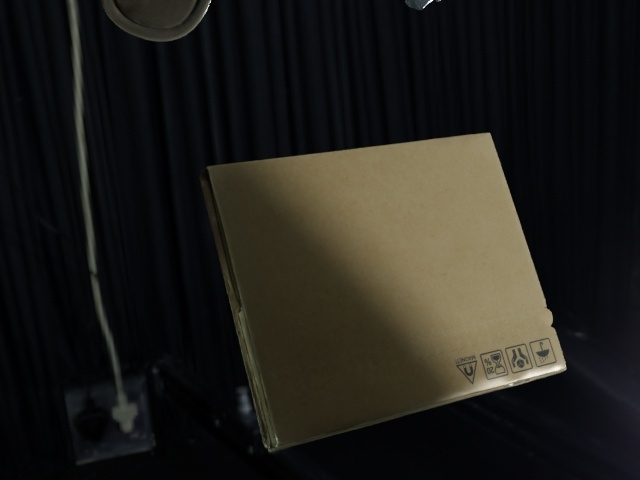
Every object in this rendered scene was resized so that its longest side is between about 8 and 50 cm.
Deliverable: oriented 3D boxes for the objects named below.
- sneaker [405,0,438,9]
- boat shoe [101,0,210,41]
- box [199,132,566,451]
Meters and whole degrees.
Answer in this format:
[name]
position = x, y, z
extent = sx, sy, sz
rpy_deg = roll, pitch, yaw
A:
[sneaker]
position = 0.081, -0.188, 0.661
extent = 0.031, 0.035, 0.083
rpy_deg = 33, -136, 22
[boat shoe]
position = -0.073, -0.291, 0.644
extent = 0.111, 0.307, 0.104
rpy_deg = 26, -155, -22
[box]
position = 0.041, 0.021, 0.567
extent = 0.201, 0.164, 0.021
rpy_deg = -10, 166, -25
